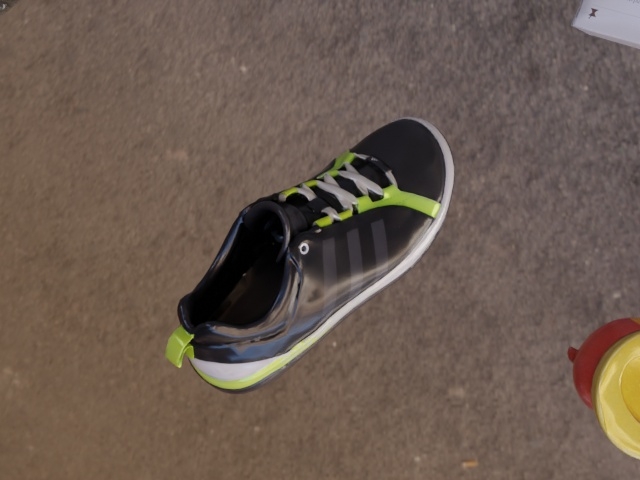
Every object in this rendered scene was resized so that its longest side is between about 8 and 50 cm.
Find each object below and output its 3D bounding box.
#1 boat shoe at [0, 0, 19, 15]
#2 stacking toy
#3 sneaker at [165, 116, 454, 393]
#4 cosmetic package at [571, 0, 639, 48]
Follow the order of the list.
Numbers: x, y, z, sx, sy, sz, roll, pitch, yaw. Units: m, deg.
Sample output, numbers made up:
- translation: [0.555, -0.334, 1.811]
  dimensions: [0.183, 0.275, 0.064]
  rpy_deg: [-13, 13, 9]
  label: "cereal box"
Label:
- translation: [-0.182, -0.244, 0.392]
  dimensions: [0.123, 0.120, 0.324]
  rpy_deg: [-15, 130, -33]
  label: "boat shoe"
- translation: [0.415, 0.132, 0.976]
  dimensions: [0.309, 0.130, 0.279]
  rpy_deg: [41, 88, -9]
  label: "stacking toy"
- translation: [0.000, 0.000, 0.633]
  dimensions: [0.084, 0.234, 0.097]
  rpy_deg: [33, 162, 27]
  label: "sneaker"
- translation: [0.253, -0.113, 0.484]
  dimensions: [0.239, 0.060, 0.098]
  rpy_deg: [22, 102, 20]
  label: "cosmetic package"
